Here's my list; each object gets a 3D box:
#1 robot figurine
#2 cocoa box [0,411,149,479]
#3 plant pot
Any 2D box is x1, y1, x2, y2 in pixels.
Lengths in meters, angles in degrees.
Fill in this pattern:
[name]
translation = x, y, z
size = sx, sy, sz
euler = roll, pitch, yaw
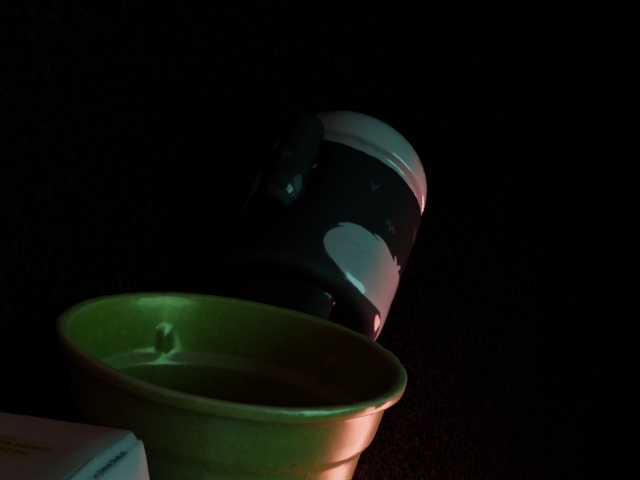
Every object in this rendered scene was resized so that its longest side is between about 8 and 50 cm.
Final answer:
[robot figurine]
translation = -0.002, 0.001, 1.297
size = 0.209, 0.174, 0.278
euler = -48, -164, 55
[cocoa box]
translation = -0.262, 0.209, 0.574
size = 0.228, 0.347, 0.231
euler = -41, 129, -55
[plant pot]
translation = -0.089, 0.201, 1.073
size = 0.276, 0.276, 0.254
euler = -16, 119, -63
